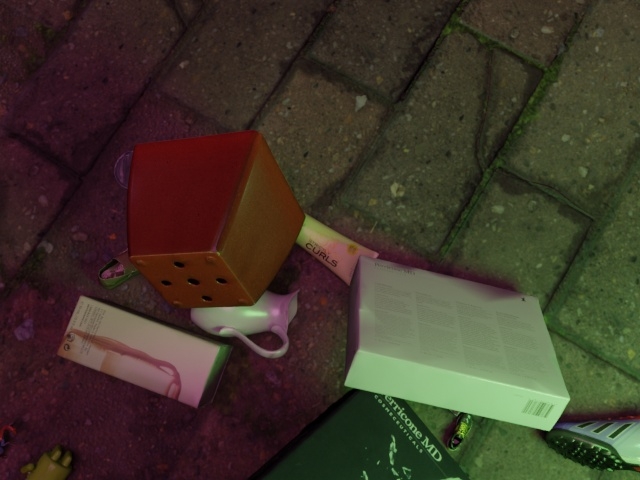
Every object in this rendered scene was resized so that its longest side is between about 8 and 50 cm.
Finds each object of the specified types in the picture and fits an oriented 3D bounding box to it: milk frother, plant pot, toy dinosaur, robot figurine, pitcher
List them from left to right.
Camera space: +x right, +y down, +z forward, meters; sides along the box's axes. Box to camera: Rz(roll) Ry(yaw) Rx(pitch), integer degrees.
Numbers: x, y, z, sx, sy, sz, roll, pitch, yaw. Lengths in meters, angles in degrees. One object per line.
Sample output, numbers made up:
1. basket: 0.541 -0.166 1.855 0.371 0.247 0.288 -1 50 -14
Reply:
1. toy dinosaur: -0.643 0.408 1.398 0.047 0.090 0.082 32 126 17
2. robot figurine: -0.543 0.468 1.384 0.101 0.067 0.115 39 80 -22
3. milk frother: -0.335 -0.132 1.461 0.143 0.135 0.129 -40 81 -6
4. plant pot: -0.209 -0.017 1.303 0.267 0.267 0.236 -3 54 20
5. pitcher: -0.155 0.153 1.388 0.207 0.125 0.178 9 37 0

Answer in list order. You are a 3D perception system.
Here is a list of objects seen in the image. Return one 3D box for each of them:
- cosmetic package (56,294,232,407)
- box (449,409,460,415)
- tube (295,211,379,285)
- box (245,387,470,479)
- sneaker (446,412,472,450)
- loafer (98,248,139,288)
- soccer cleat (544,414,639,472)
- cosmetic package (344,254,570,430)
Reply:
1. cosmetic package: -0.343 0.220 1.386 0.296 0.153 0.129 19 82 7
2. box: 0.284 0.259 1.419 0.116 0.029 0.162 42 82 10
3. tube: 0.000 0.000 1.465 0.240 0.070 0.062 34 42 4
4. box: 0.049 0.560 1.121 0.480 0.297 0.472 50 39 9
5. sneaker: 0.282 0.384 1.390 0.031 0.035 0.083 27 81 6
6. loafer: -0.407 0.050 1.471 0.148 0.050 0.056 -41 81 -6
7. soccer cleat: 0.599 0.389 1.358 0.318 0.108 0.116 11 57 7
8. cosmetic package: 0.239 0.180 1.291 0.377 0.097 0.284 14 35 -4
